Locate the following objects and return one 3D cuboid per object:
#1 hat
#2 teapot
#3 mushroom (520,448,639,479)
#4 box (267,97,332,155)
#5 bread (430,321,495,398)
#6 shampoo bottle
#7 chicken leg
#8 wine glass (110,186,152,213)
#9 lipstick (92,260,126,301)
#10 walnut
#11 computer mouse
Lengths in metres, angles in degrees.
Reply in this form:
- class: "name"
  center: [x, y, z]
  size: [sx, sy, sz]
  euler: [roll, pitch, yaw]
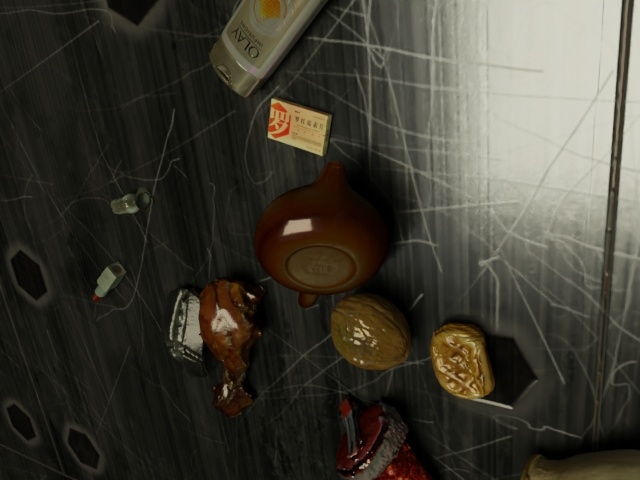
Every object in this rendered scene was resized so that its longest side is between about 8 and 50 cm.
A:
- class: "hat"
  center: [0.124, 0.348, 0.885]
  size: [0.227, 0.129, 0.140]
  euler: [39, 170, -8]
- class: "teapot"
  center: [0.000, 0.000, 0.791]
  size: [0.178, 0.135, 0.252]
  euler: [11, 140, -4]
- class: "mushroom"
  center: [0.373, 0.308, 0.699]
  size: [0.246, 0.096, 0.108]
  euler: [-7, 107, 40]
- class: "box"
  center: [-0.030, -0.158, 0.794]
  size: [0.093, 0.015, 0.058]
  euler: [22, 123, 22]
- class: "bread"
  center: [0.192, 0.163, 0.781]
  size: [0.083, 0.044, 0.111]
  euler: [-5, 106, 38]
- class: "shampoo bottle"
  center: [-0.057, -0.289, 0.727]
  size: [0.086, 0.056, 0.227]
  euler: [52, 128, 3]
- class: "chicken leg"
  center: [-0.153, 0.199, 0.996]
  size: [0.113, 0.093, 0.305]
  euler: [11, 122, 14]
- class: "wine glass"
  center: [-0.338, -0.069, 1.020]
  size: [0.083, 0.039, 0.042]
  euler: [-6, 110, 39]
- class: "lipstick"
  center: [-0.433, 0.091, 1.155]
  size: [0.030, 0.030, 0.129]
  euler: [49, 128, 4]
- class: "walnut"
  center: [0.071, 0.127, 0.806]
  size: [0.124, 0.105, 0.105]
  euler: [37, 126, 13]
- class: "computer mouse"
  center: [-0.245, 0.178, 1.055]
  size: [0.105, 0.062, 0.193]
  euler: [14, 119, 27]
